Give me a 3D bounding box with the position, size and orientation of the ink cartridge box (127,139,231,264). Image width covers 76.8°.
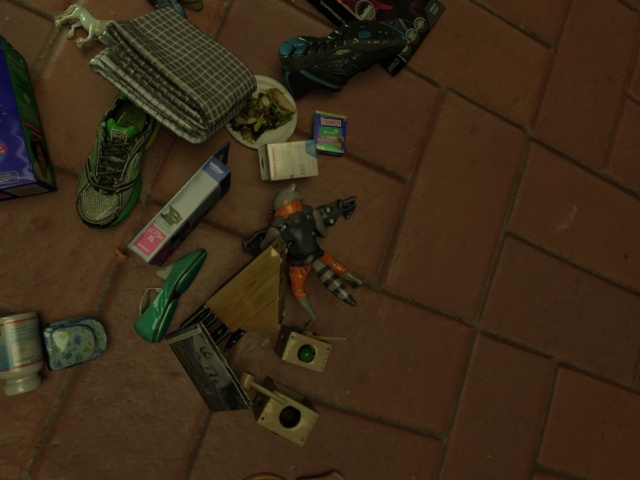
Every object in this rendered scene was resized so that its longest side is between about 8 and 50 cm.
[{"bbox_3d":[-0.294,-0.078,0.925,0.065,0.185,0.311,38,77,-8],"label":"ink cartridge box"}]

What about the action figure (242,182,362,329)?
[{"bbox_3d":[0.000,0.000,1.013,0.341,0.178,0.331,-32,98,-18],"label":"action figure"}]

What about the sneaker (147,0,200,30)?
[{"bbox_3d":[-0.363,-0.526,0.993,0.087,0.083,0.221,-41,95,-9],"label":"sneaker"}]

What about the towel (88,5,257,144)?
[{"bbox_3d":[-0.304,-0.374,0.885,0.283,0.121,0.235,38,45,-13],"label":"towel"}]

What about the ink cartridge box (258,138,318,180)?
[{"bbox_3d":[-0.088,-0.204,1.035,0.143,0.090,0.092,-8,101,-16],"label":"ink cartridge box"}]

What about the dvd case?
[{"bbox_3d":[-0.262,0.298,0.931,0.018,0.164,0.222,-35,97,-49],"label":"dvd case"}]

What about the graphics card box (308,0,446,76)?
[{"bbox_3d":[0.147,-0.680,1.142,0.370,0.094,0.233,38,77,-11],"label":"graphics card box"}]

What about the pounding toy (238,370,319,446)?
[{"bbox_3d":[-0.117,0.392,0.947,0.205,0.181,0.094,33,79,-12],"label":"pounding toy"}]

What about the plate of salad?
[{"bbox_3d":[-0.156,-0.338,1.055,0.199,0.048,0.200,1,87,-16],"label":"plate of salad"}]

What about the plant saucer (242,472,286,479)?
[{"bbox_3d":[-0.146,0.685,0.995,0.199,0.037,0.200,1,86,-16],"label":"plant saucer"}]

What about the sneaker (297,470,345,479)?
[{"bbox_3d":[0.005,0.631,1.041,0.134,0.070,0.051,0,95,13],"label":"sneaker"}]

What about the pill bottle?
[{"bbox_3d":[-0.639,0.236,0.856,0.087,0.087,0.161,-8,89,-16],"label":"pill bottle"}]

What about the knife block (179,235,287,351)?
[{"bbox_3d":[-0.204,0.125,0.933,0.241,0.088,0.276,5,107,3],"label":"knife block"}]

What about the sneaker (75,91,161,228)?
[{"bbox_3d":[-0.464,-0.194,0.905,0.134,0.146,0.344,16,83,-15],"label":"sneaker"}]

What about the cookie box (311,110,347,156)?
[{"bbox_3d":[0.022,-0.291,1.106,0.091,0.040,0.107,5,84,-15],"label":"cookie box"}]

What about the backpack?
[{"bbox_3d":[-0.531,0.221,0.880,0.114,0.084,0.105,-11,96,-42],"label":"backpack"}]

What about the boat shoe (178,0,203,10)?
[{"bbox_3d":[-0.363,-0.629,1.015,0.135,0.045,0.050,13,83,-15],"label":"boat shoe"}]

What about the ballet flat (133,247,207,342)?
[{"bbox_3d":[-0.362,0.114,0.951,0.087,0.083,0.248,25,78,1],"label":"ballet flat"}]

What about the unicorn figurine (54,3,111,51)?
[{"bbox_3d":[-0.536,-0.496,0.948,0.162,0.060,0.111,45,77,-9],"label":"unicorn figurine"}]

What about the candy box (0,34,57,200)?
[{"bbox_3d":[-0.749,-0.238,0.839,0.267,0.122,0.318,-14,91,-15],"label":"candy box"}]

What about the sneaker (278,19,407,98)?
[{"bbox_3d":[0.060,-0.479,1.069,0.340,0.140,0.125,-14,52,-5],"label":"sneaker"}]

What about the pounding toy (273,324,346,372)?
[{"bbox_3d":[-0.029,0.259,1.003,0.129,0.141,0.101,22,80,-14],"label":"pounding toy"}]
